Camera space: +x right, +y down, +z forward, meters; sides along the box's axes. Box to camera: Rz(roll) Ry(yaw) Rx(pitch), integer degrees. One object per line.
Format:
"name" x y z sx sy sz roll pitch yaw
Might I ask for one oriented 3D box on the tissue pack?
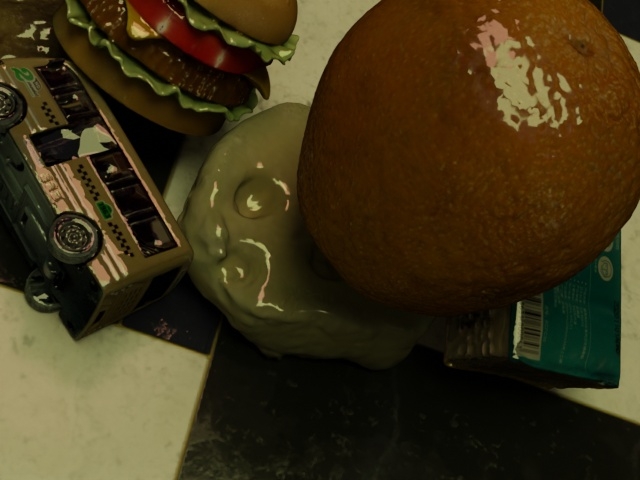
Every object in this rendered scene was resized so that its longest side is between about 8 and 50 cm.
"tissue pack" 0.248 0.030 1.266 0.192 0.134 0.271 18 70 -35

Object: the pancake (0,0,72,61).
"pancake" -0.357 -0.260 1.282 0.242 0.050 0.242 11 57 -17

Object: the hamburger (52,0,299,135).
"hamburger" -0.146 -0.269 1.209 0.274 0.212 0.274 33 23 -16

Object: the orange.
"orange" 0.136 -0.088 1.060 0.322 0.357 0.322 23 49 -29

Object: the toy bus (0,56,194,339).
"toy bus" -0.264 -0.056 1.147 0.157 0.139 0.289 -23 73 -36

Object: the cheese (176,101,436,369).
"cheese" 0.000 0.000 1.239 0.318 0.115 0.326 -27 74 -33
